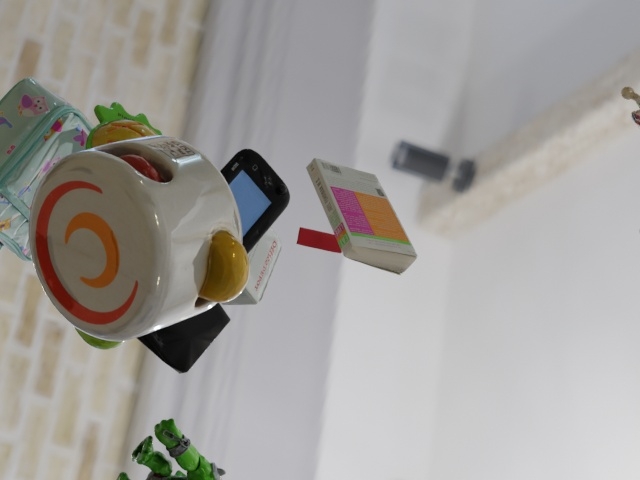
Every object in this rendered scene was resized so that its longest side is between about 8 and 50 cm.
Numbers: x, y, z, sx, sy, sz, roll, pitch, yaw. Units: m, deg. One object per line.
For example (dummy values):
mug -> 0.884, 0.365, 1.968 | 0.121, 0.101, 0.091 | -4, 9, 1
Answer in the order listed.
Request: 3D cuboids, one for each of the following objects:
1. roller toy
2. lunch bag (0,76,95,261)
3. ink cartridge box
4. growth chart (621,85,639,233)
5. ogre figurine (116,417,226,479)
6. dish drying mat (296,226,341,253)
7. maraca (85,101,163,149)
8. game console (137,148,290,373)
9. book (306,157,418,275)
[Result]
roller toy -> -0.179, -0.006, 1.571 | 0.209, 0.146, 0.191 | -23, -93, 40
lunch bag -> -0.414, -0.090, 2.274 | 0.224, 0.108, 0.279 | -53, 160, -9
ink cartridge box -> -0.144, 0.000, 2.418 | 0.072, 0.175, 0.127 | -4, -131, 31
growth chart -> 0.410, -0.049, 1.758 | 0.172, 0.021, 0.237 | 36, -28, 43
ogre figurine -> -0.206, 0.327, 2.080 | 0.197, 0.118, 0.097 | -61, -165, 7
dish drying mat -> 0.000, 0.000, 2.826 | 0.008, 0.083, 0.032 | 174, -71, -84
maraca -> -0.259, -0.118, 2.126 | 0.099, 0.127, 0.186 | -45, -147, 31
game console -> -0.163, -0.005, 2.092 | 0.044, 0.213, 0.361 | -17, -155, 42
book -> 0.046, -0.031, 1.847 | 0.035, 0.096, 0.144 | -50, -136, 30
